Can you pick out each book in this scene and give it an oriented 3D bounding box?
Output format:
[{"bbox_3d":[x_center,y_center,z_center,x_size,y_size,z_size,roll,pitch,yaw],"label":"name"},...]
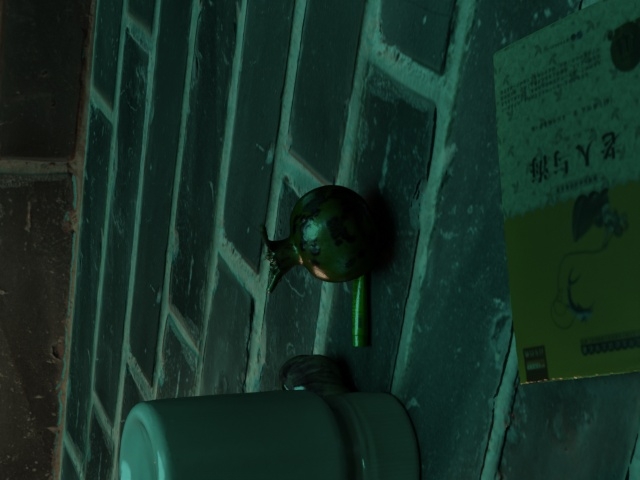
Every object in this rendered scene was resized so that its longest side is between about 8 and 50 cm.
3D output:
[{"bbox_3d":[0.280,-0.051,1.325,0.269,0.032,0.389,-21,71,59],"label":"book"}]

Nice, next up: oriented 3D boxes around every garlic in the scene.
[{"bbox_3d":[-0.019,0.243,1.931,0.159,0.102,0.147,-139,51,-59],"label":"garlic"}]

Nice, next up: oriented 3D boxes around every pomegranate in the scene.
[{"bbox_3d":[0.002,-0.004,1.799,0.148,0.169,0.149,-8,-90,-77],"label":"pomegranate"}]

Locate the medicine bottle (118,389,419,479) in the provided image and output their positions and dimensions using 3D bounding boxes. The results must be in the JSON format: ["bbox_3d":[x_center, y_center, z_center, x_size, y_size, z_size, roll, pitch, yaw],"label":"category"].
[{"bbox_3d":[-0.070,0.310,1.725,0.211,0.371,0.211,180,90,-65],"label":"medicine bottle"}]

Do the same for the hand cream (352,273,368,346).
[{"bbox_3d":[0.057,0.093,1.850,0.036,0.023,0.122,177,92,-66],"label":"hand cream"}]
